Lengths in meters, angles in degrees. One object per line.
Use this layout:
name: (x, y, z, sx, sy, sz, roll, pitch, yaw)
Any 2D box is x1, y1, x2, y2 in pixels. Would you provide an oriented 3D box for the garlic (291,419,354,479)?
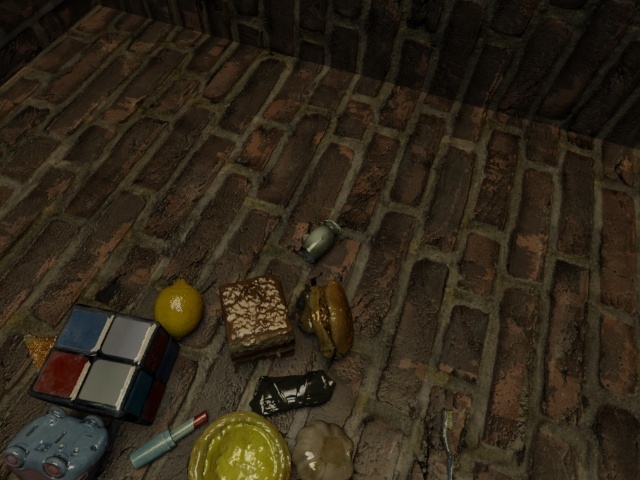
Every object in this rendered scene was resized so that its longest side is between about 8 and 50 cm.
garlic: (0.003, 0.717, 1.424, 0.228, 0.152, 0.227, 23, 36, -18)

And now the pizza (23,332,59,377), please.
pizza: (-1.051, 0.416, 1.626, 0.195, 0.052, 0.185, 30, 69, 10)

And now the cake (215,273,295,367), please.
cake: (-0.241, 0.305, 1.594, 0.256, 0.290, 0.281, -14, 63, -9)

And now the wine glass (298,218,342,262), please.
wine glass: (0.000, 0.000, 1.887, 0.111, 0.111, 0.204, 35, 62, 18)

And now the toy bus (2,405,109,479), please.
toy bus: (-0.837, 0.700, 1.369, 0.295, 0.231, 0.197, 9, 23, 6)

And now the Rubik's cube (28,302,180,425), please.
Rubik's cube: (-0.717, 0.438, 1.474, 0.317, 0.318, 0.313, 10, 60, 5)

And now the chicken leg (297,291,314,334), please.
chicken leg: (-0.052, 0.292, 1.734, 0.069, 0.085, 0.197, 21, 45, -29)

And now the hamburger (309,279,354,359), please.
hamburger: (0.049, 0.299, 1.614, 0.145, 0.283, 0.259, -10, 38, 3)

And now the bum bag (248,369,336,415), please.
bum bag: (-0.103, 0.550, 1.567, 0.327, 0.079, 0.142, -8, 63, -8)

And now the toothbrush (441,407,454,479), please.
toothbrush: (0.448, 0.795, 1.465, 0.042, 0.035, 0.413, 7, 59, -1)

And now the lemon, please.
lemon: (-0.552, 0.271, 1.662, 0.187, 0.187, 0.243, 8, 90, 3)

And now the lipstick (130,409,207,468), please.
lipstick: (-0.515, 0.683, 1.478, 0.274, 0.061, 0.068, -29, 62, -18)

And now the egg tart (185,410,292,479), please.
egg tart: (-0.264, 0.745, 1.381, 0.346, 0.132, 0.345, 11, 53, -15)
